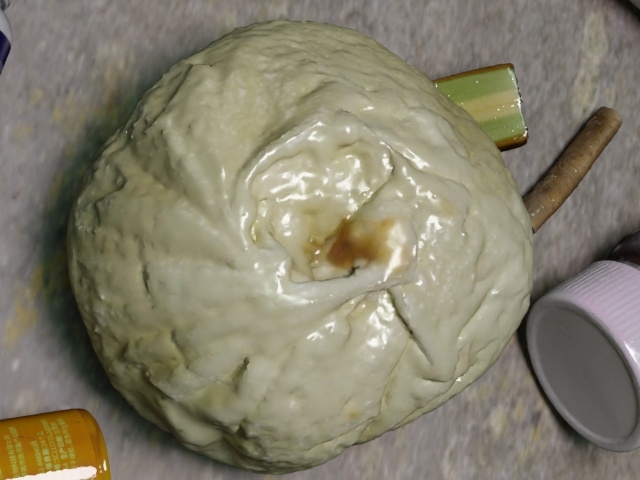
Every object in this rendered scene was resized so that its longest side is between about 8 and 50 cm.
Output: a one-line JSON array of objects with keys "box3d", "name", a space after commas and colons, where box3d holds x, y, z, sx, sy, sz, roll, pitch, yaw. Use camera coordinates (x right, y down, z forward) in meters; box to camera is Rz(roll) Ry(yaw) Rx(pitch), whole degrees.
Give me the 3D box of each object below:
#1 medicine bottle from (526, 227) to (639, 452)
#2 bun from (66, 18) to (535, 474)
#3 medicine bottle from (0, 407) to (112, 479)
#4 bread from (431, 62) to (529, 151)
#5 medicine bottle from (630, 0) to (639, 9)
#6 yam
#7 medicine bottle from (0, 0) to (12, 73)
[{"box3d": [0.326, 0.055, 1.200, 0.273, 0.165, 0.165, -27, 93, -23], "name": "medicine bottle"}, {"box3d": [0.000, 0.000, 1.029, 0.352, 0.227, 0.349, 24, 74, -17], "name": "bun"}, {"box3d": [-0.250, 0.177, 0.967, 0.191, 0.096, 0.096, -7, 85, -24], "name": "medicine bottle"}, {"box3d": [0.108, -0.103, 1.211, 0.139, 0.084, 0.074, -15, 88, 6], "name": "bread"}, {"box3d": [0.370, -0.243, 1.275, 0.258, 0.143, 0.143, 37, 70, -13], "name": "medicine bottle"}, {"box3d": [0.223, -0.063, 1.245, 0.032, 0.032, 0.145, 46, 69, -11], "name": "yam"}, {"box3d": [-0.287, -0.123, 0.990, 0.107, 0.107, 0.192, 23, 73, -19], "name": "medicine bottle"}]
